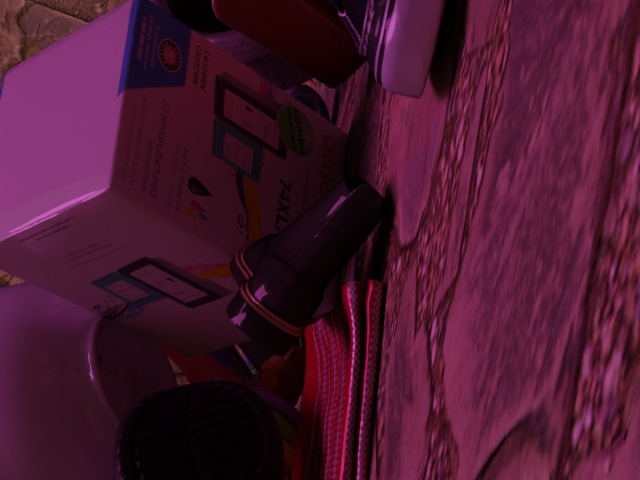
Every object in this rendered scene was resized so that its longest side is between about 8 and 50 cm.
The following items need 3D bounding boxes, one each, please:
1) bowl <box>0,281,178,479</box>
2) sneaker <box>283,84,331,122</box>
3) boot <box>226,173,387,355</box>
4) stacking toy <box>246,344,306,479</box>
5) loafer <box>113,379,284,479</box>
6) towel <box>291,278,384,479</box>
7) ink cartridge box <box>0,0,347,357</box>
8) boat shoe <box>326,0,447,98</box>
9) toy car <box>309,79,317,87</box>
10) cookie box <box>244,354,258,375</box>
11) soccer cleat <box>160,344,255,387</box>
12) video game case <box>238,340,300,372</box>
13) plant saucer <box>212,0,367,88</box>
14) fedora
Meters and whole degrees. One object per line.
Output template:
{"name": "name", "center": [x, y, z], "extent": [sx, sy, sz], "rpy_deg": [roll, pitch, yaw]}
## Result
{"name": "bowl", "center": [-0.226, 0.155, 1.329], "extent": [0.298, 0.134, 0.298], "rpy_deg": [52, -156, -34]}
{"name": "sneaker", "center": [-0.040, -0.053, 1.523], "extent": [0.086, 0.085, 0.237], "rpy_deg": [-71, -10, -69]}
{"name": "boot", "center": [0.000, 0.000, 1.044], "extent": [0.137, 0.077, 0.198], "rpy_deg": [-51, 13, 11]}
{"name": "stacking toy", "center": [-0.068, 0.202, 1.327], "extent": [0.302, 0.166, 0.175], "rpy_deg": [-68, -1, -48]}
{"name": "loafer", "center": [-0.079, 0.249, 1.065], "extent": [0.366, 0.134, 0.130], "rpy_deg": [-111, 15, -54]}
{"name": "towel", "center": [0.007, 0.141, 1.060], "extent": [0.275, 0.031, 0.198], "rpy_deg": [123, 153, -78]}
{"name": "ink cartridge box", "center": [-0.138, -0.045, 1.263], "extent": [0.197, 0.270, 0.198], "rpy_deg": [-21, 53, 38]}
{"name": "boat shoe", "center": [0.025, -0.191, 0.882], "extent": [0.301, 0.102, 0.108], "rpy_deg": [-89, 8, -50]}
{"name": "toy car", "center": [-0.062, -0.301, 1.775], "extent": [0.210, 0.219, 0.238], "rpy_deg": [-132, 20, -83]}
{"name": "cookie box", "center": [-0.091, 0.160, 2.064], "extent": [0.092, 0.040, 0.107], "rpy_deg": [117, 158, -74]}
{"name": "soccer cleat", "center": [-0.113, 0.124, 1.467], "extent": [0.083, 0.248, 0.095], "rpy_deg": [-32, 13, 37]}
{"name": "video game case", "center": [-0.124, -0.010, 1.570], "extent": [0.329, 0.036, 0.300], "rpy_deg": [56, -172, -17]}
{"name": "plant saucer", "center": [0.002, -0.270, 1.096], "extent": [0.259, 0.048, 0.258], "rpy_deg": [17, -102, -68]}
{"name": "fedora", "center": [-0.054, -0.255, 1.465], "extent": [0.275, 0.244, 0.124], "rpy_deg": [-101, -13, -44]}
